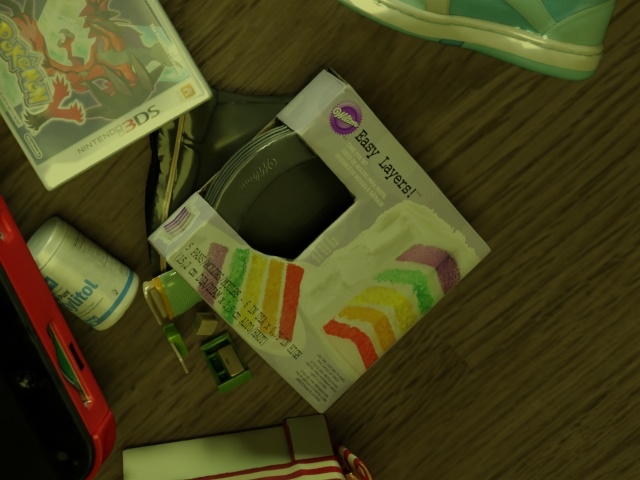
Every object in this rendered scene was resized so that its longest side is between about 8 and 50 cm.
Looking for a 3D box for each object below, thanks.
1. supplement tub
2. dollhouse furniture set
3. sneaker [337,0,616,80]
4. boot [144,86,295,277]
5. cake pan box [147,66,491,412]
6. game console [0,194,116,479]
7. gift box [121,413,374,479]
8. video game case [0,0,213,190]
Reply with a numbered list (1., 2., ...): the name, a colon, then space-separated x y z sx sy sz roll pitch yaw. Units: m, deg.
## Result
1. supplement tub: -0.239 0.033 1.808 0.107 0.071 0.071 37 105 -21
2. dollhouse furniture set: -0.117 0.087 1.822 0.076 0.058 0.151 -27 140 -6
3. sneaker: 0.149 -0.285 1.687 0.319 0.127 0.208 13 114 -23
4. boot: -0.099 -0.055 1.788 0.137 0.077 0.197 2 115 -14
5. cake pan box: 0.000 0.000 1.786 0.246 0.070 0.267 -44 120 -4
6. game console: -0.415 0.113 1.805 0.342 0.060 0.386 -14 116 18
7. gift box: -0.058 0.358 1.875 0.258 0.276 0.255 -9 120 -5
8. video game case: -0.228 -0.176 1.708 0.183 0.023 0.201 -30 96 6
